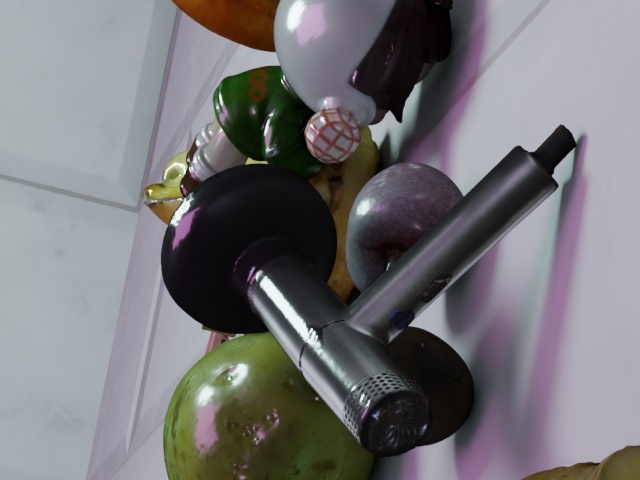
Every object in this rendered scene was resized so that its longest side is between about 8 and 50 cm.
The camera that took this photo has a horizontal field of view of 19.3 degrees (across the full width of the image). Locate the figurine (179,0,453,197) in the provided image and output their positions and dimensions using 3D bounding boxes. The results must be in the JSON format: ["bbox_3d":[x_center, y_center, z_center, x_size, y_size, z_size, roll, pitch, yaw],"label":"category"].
[{"bbox_3d":[-0.007,-0.167,1.918,0.370,0.167,0.281,-42,20,30],"label":"figurine"}]

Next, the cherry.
[{"bbox_3d":[0.067,0.015,1.687,0.148,0.115,0.188,55,139,46],"label":"cherry"}]

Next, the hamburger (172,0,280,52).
[{"bbox_3d":[-0.038,-0.390,2.113,0.330,0.330,0.250,-88,19,-44],"label":"hamburger"}]

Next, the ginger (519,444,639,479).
[{"bbox_3d":[0.145,0.200,1.139,0.263,0.109,0.116,126,157,-58],"label":"ginger"}]

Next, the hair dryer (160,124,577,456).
[{"bbox_3d":[0.061,0.018,1.517,0.320,0.284,0.155,33,153,52],"label":"hair dryer"}]

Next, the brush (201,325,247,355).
[{"bbox_3d":[-0.105,0.126,2.345,0.047,0.103,0.233,-94,21,-62],"label":"brush"}]

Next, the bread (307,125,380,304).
[{"bbox_3d":[0.000,0.000,2.040,0.235,0.099,0.210,-81,15,-47],"label":"bread"}]

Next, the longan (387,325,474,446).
[{"bbox_3d":[0.077,0.117,1.542,0.119,0.106,0.106,129,153,-53],"label":"longan"}]

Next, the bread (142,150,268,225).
[{"bbox_3d":[-0.083,-0.048,2.273,0.252,0.133,0.174,-6,30,38],"label":"bread"}]

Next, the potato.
[{"bbox_3d":[-0.053,0.190,1.812,0.304,0.216,0.215,-170,94,-75],"label":"potato"}]
